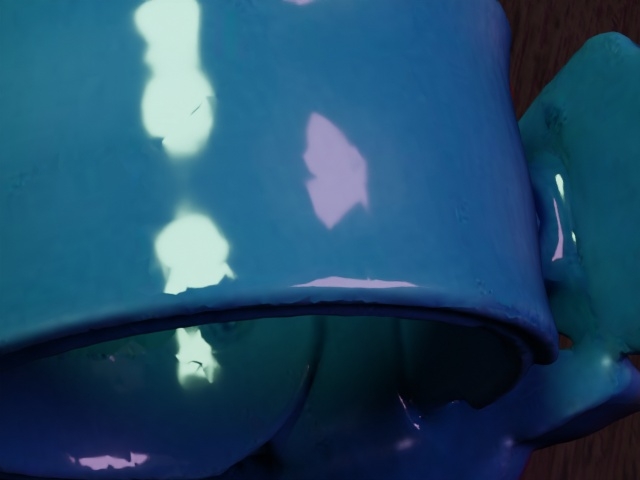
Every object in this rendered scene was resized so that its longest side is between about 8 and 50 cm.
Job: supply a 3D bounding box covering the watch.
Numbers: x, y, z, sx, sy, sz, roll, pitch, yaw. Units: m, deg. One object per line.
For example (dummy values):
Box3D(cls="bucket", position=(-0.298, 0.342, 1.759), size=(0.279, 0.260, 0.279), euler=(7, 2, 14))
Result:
Box3D(cls="watch", position=(0.000, 0.000, 0.644), size=(0.274, 0.305, 0.241), euler=(21, 54, -52))
